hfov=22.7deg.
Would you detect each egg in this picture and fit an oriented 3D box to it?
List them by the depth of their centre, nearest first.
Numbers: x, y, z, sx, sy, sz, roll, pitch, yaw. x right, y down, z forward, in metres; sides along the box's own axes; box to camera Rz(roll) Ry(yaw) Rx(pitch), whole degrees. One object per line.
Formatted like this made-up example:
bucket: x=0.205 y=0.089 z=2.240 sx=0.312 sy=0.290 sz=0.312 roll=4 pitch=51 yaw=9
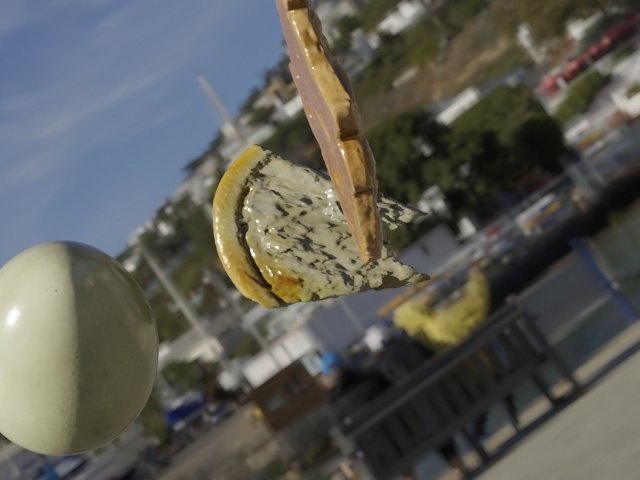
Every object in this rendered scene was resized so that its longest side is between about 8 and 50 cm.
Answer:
egg: x=-0.253 y=0.104 z=1.571 sx=0.188 sy=0.188 sz=0.254 roll=-34 pitch=-27 yaw=-28

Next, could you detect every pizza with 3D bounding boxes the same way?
pizza: x=0.000 y=0.000 z=1.799 sx=0.034 sy=0.262 sz=0.181 roll=57 pitch=-132 yaw=-80

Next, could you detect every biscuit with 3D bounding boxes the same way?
biscuit: x=0.011 y=-0.089 z=1.221 sx=0.035 sy=0.250 sz=0.162 roll=-18 pitch=30 yaw=-2
